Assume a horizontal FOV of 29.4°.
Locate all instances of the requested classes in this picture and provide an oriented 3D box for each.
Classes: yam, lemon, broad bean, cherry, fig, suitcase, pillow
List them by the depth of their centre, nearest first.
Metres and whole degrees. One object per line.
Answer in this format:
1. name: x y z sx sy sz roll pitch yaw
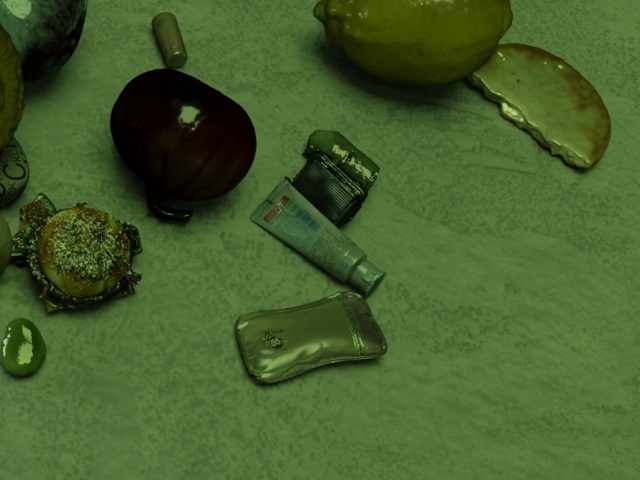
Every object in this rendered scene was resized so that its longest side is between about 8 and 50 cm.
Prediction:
1. broad bean: -0.419 0.152 1.719 0.063 0.045 0.083 -1 65 -19
2. pillow: -0.015 0.145 1.870 0.233 0.038 0.130 -9 57 -22
3. fig: -0.219 -0.161 1.904 0.214 0.235 0.235 -35 69 4
4. cherry: -0.502 -0.386 1.952 0.255 0.218 0.296 2 61 -26
5. suitcase: 0.010 -0.085 2.007 0.126 0.086 0.059 44 28 13
6. yam: 0.037 -0.136 2.065 0.146 0.069 0.070 42 53 10
7. lemon: 0.173 -0.402 2.178 0.316 0.285 0.285 -22 57 17

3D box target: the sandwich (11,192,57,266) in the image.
1. sandwich: -0.429 -0.018 1.840 0.067 0.029 0.135 17 54 -9

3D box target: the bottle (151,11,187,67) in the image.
1. bottle: -0.262 -0.348 2.120 0.045 0.045 0.096 -7 60 -24

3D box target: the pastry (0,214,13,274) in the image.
1. pastry: -0.506 0.016 1.713 0.092 0.156 0.156 39 53 18

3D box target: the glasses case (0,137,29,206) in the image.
1. glasses case: -0.605 -0.084 1.787 0.355 0.085 0.137 -17 66 -30

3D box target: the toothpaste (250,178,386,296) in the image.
1. toothpaste: 0.000 0.000 1.966 0.234 0.057 0.089 39 76 11

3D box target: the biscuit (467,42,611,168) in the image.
1. biscuit: 0.428 -0.272 2.317 0.309 0.040 0.204 40 53 9

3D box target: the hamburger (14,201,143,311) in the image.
1. hamburger: -0.344 0.017 1.790 0.190 0.093 0.164 -24 83 -36

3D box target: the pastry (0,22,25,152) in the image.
1. pastry: -0.513 -0.214 1.723 0.235 0.132 0.240 10 89 -57
